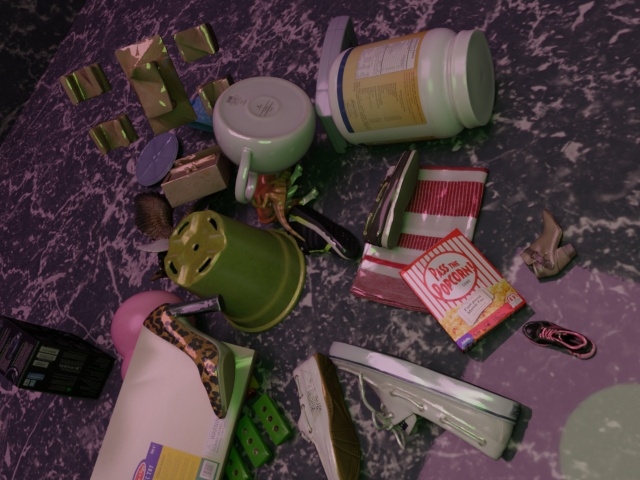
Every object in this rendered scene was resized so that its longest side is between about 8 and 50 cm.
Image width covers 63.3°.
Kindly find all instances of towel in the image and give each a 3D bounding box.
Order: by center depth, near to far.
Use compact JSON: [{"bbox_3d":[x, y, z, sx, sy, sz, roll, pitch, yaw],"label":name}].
[{"bbox_3d":[0.210,-0.014,1.117,0.237,0.037,0.329,9,74,36],"label":"towel"}]

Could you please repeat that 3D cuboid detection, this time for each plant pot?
[{"bbox_3d":[-0.217,0.057,1.234,0.276,0.254,0.276,-14,62,29],"label":"plant pot"}]

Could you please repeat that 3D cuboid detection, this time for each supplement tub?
[{"bbox_3d":[0.201,-0.333,1.148,0.316,0.228,0.228,1,70,34],"label":"supplement tub"}]

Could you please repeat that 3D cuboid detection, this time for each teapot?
[{"bbox_3d":[-0.130,-0.240,1.218,0.256,0.187,0.252,-23,60,-19],"label":"teapot"}]

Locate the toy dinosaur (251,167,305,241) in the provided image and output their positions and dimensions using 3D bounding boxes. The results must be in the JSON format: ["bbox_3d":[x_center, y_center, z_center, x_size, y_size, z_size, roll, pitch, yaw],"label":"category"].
[{"bbox_3d":[-0.103,-0.095,1.236,0.112,0.064,0.211,-11,68,19],"label":"toy dinosaur"}]

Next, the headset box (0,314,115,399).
[{"bbox_3d":[-0.791,0.334,1.500,0.283,0.246,0.131,14,76,37],"label":"headset box"}]

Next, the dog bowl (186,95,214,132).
[{"bbox_3d":[-0.360,-0.385,1.606,0.297,0.166,0.074,20,93,38],"label":"dog bowl"}]

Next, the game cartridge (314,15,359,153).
[{"bbox_3d":[0.048,-0.396,1.301,0.062,0.198,0.297,1,68,22],"label":"game cartridge"}]

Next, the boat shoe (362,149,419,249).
[{"bbox_3d":[0.153,-0.095,1.118,0.069,0.081,0.227,14,77,31],"label":"boat shoe"}]

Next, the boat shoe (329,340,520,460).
[{"bbox_3d":[0.160,0.304,0.954,0.367,0.136,0.156,15,81,28],"label":"boat shoe"}]

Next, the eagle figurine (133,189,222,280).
[{"bbox_3d":[-0.403,-0.035,1.451,0.225,0.226,0.298,-22,61,49],"label":"eagle figurine"}]

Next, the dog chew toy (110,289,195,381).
[{"bbox_3d":[-0.405,0.297,1.294,0.207,0.206,0.332,-26,64,22],"label":"dog chew toy"}]

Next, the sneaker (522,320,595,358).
[{"bbox_3d":[0.403,0.163,0.889,0.119,0.057,0.047,13,78,39],"label":"sneaker"}]

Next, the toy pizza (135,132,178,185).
[{"bbox_3d":[-0.547,-0.272,1.756,0.201,0.032,0.201,-16,60,29],"label":"toy pizza"}]

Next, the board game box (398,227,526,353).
[{"bbox_3d":[0.266,0.093,0.991,0.147,0.045,0.193,-39,62,2],"label":"board game box"}]

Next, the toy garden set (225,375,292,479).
[{"bbox_3d":[-0.188,0.437,1.172,0.244,0.049,0.204,-48,53,7],"label":"toy garden set"}]

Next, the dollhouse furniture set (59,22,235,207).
[{"bbox_3d":[-0.385,-0.327,1.374,0.362,0.394,0.256,-20,24,2],"label":"dollhouse furniture set"}]

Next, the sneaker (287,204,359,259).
[{"bbox_3d":[0.000,0.000,1.244,0.235,0.084,0.097,39,117,40],"label":"sneaker"}]

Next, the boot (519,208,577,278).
[{"bbox_3d":[0.412,0.009,0.965,0.087,0.042,0.118,-33,53,20],"label":"boot"}]

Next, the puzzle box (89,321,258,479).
[{"bbox_3d":[-0.322,0.407,1.135,0.272,0.052,0.409,14,76,8],"label":"puzzle box"}]

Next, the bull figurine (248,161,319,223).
[{"bbox_3d":[-0.126,-0.185,1.382,0.188,0.101,0.310,-29,57,18],"label":"bull figurine"}]

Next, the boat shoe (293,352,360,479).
[{"bbox_3d":[0.003,0.367,1.046,0.096,0.098,0.277,-33,45,18],"label":"boat shoe"}]

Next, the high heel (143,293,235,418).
[{"bbox_3d":[-0.283,0.255,1.108,0.186,0.093,0.261,-13,72,9],"label":"high heel"}]
